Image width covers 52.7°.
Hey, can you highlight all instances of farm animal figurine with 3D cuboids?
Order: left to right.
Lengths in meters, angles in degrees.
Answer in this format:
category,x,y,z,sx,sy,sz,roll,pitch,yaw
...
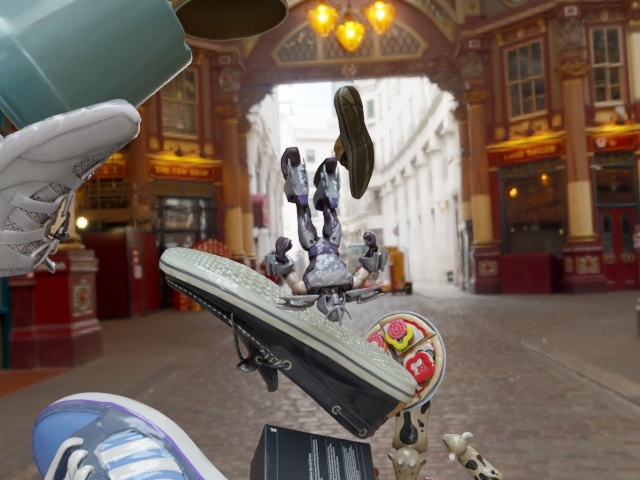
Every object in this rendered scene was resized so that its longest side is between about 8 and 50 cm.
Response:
category,x,y,z,sx,sy,sz,roll,pitch,yaw
farm animal figurine,0.231,0.473,1.479,0.330,0.326,0.172,-11,-20,4

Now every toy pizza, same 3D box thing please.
category,x,y,z,sx,sy,sz,roll,pitch,yaw
toy pizza,0.156,0.240,1.300,0.201,0.201,0.032,-5,-17,35

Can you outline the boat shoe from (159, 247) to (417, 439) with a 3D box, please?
category,x,y,z,sx,sy,sz,roll,pitch,yaw
boat shoe,-0.073,0.177,1.118,0.500,0.156,0.187,33,6,-5

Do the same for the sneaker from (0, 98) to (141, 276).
category,x,y,z,sx,sy,sz,roll,pitch,yaw
sneaker,-0.270,-0.028,0.604,0.281,0.115,0.105,-34,13,11

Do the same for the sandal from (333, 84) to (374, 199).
category,x,y,z,sx,sy,sz,roll,pitch,yaw
sandal,0.052,-0.184,1.223,0.060,0.219,0.090,5,36,34

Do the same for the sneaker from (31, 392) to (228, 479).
category,x,y,z,sx,sy,sz,roll,pitch,yaw
sneaker,-0.194,0.244,0.529,0.323,0.130,0.236,26,10,23

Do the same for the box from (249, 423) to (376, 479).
category,x,y,z,sx,sy,sz,roll,pitch,yaw
box,-0.010,0.413,0.959,0.184,0.103,0.261,17,25,-12

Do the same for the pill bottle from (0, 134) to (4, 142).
category,x,y,z,sx,sy,sz,roll,pitch,yaw
pill bottle,-0.693,-0.197,1.349,0.043,0.043,0.083,-2,-3,-42

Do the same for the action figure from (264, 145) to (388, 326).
category,x,y,z,sx,sy,sz,roll,pitch,yaw
action figure,0.000,0.000,0.988,0.185,0.285,0.099,0,-29,-21

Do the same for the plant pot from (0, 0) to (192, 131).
category,x,y,z,sx,sy,sz,roll,pitch,yaw
plant pot,-0.439,-0.339,1.169,0.334,0.341,0.341,-38,7,-12

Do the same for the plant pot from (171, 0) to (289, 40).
category,x,y,z,sx,sy,sz,roll,pitch,yaw
plant pot,-0.201,-0.574,1.314,0.237,0.254,0.237,-9,-4,-1
